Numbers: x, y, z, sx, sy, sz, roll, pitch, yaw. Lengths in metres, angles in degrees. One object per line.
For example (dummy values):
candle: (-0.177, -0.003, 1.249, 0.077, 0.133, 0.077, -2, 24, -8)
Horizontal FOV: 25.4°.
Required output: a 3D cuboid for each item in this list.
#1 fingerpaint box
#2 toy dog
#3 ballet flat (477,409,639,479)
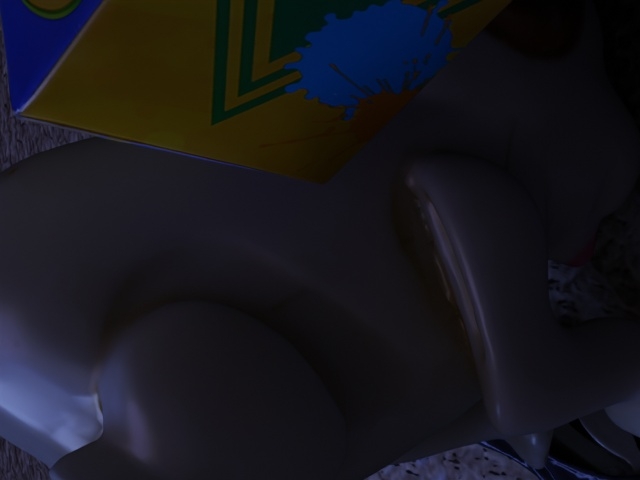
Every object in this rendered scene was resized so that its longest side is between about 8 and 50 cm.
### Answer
fingerpaint box: (-0.005, -0.312, 0.578, 0.371, 0.163, 0.444, -43, 49, 40)
toy dog: (0.000, 0.000, 0.768, 0.395, 0.408, 0.284, 42, 159, 10)
ballet flat: (0.138, 0.109, 0.878, 0.203, 0.074, 0.074, 37, 131, 38)
